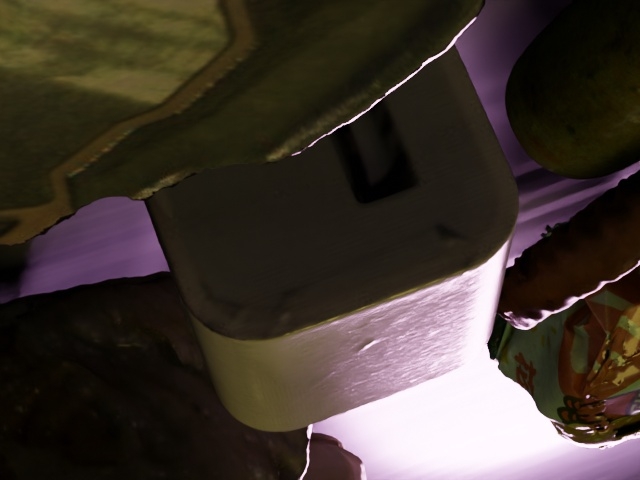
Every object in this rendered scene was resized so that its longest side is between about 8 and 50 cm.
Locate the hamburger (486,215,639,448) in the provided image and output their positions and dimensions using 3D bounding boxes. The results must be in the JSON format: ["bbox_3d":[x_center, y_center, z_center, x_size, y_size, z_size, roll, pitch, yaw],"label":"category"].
[{"bbox_3d":[0.217,0.058,1.028,0.214,0.125,0.235,-4,142,-18],"label":"hamburger"}]

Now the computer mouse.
[{"bbox_3d":[-0.104,-0.076,0.374,0.200,0.114,0.389,15,154,-35],"label":"computer mouse"}]

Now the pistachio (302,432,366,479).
[{"bbox_3d":[-0.034,0.196,1.182,0.149,0.113,0.113,-30,165,-26],"label":"pistachio"}]

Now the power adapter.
[{"bbox_3d":[0.000,0.000,0.649,0.125,0.130,0.205,-21,161,-5],"label":"power adapter"}]

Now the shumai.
[{"bbox_3d":[-0.132,0.131,0.760,0.256,0.189,0.218,-7,158,-9],"label":"shumai"}]

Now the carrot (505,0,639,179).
[{"bbox_3d":[0.192,-0.135,0.589,0.074,0.074,0.358,-6,153,-39],"label":"carrot"}]

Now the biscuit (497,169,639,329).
[{"bbox_3d":[0.220,-0.051,0.780,0.318,0.040,0.318,-32,175,-3],"label":"biscuit"}]
